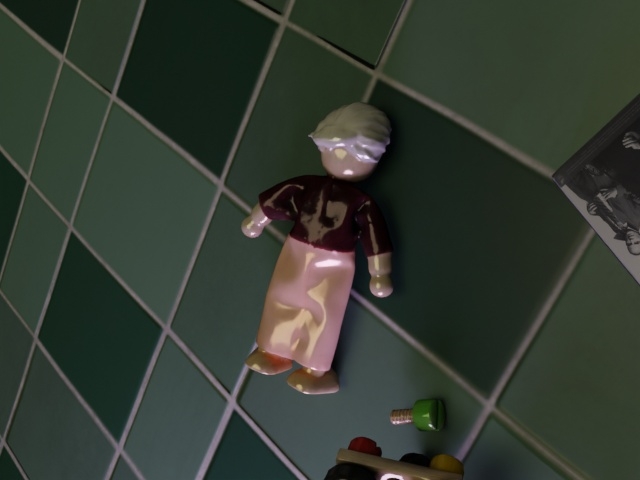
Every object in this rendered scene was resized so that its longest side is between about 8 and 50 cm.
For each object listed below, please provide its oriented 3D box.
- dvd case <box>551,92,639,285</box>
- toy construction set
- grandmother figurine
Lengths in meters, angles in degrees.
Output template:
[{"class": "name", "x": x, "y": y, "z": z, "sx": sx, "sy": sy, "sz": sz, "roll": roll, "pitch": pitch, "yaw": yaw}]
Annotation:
[{"class": "dvd case", "x": 0.338, "y": -0.027, "z": 0.650, "sx": 0.179, "sy": 0.029, "sz": 0.239, "roll": -47, "pitch": 61, "yaw": 30}, {"class": "toy construction set", "x": 0.122, "y": 0.306, "z": 0.679, "sx": 0.237, "sy": 0.308, "sz": 0.258, "roll": -13, "pitch": 90, "yaw": 35}, {"class": "grandmother figurine", "x": 0.000, "y": 0.000, "z": 0.907, "sx": 0.207, "sy": 0.104, "sz": 0.343, "roll": 20, "pitch": 101, "yaw": 11}]
